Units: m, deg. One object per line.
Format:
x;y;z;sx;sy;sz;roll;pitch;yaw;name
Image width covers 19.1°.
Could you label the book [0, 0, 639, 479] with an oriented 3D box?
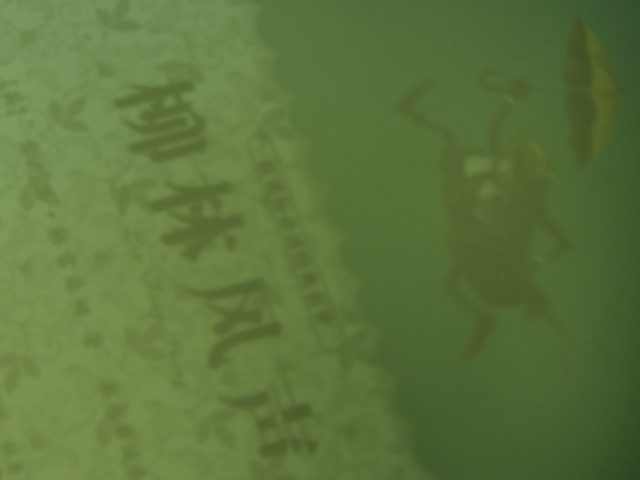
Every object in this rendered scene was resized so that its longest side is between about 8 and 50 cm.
0.000;0.000;0.635;0.379;0.031;0.264;-17;75;-13;book
